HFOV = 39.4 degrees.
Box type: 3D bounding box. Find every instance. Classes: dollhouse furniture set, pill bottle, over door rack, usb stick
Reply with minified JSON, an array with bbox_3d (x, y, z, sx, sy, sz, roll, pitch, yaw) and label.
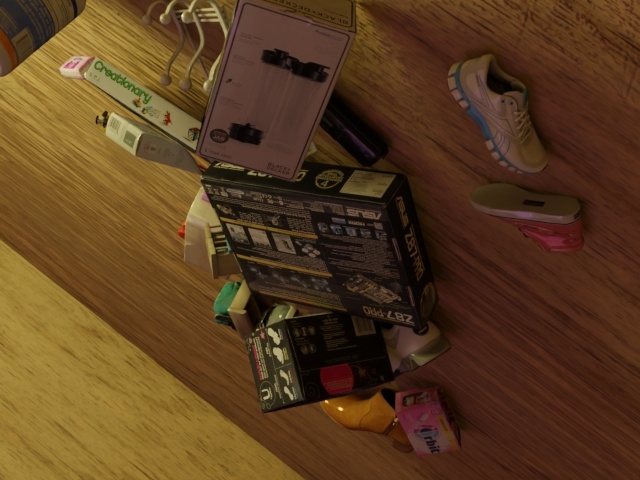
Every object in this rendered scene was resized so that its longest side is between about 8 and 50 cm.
[{"bbox_3d":[-0.176,-0.038,1.865,0.129,0.129,0.184,-113,18,-53],"label":"dollhouse furniture set"},{"bbox_3d":[-0.514,-0.427,1.573,0.152,0.272,0.152,31,153,17],"label":"pill bottle"},{"bbox_3d":[-0.050,0.141,1.922,0.242,0.161,0.212,10,144,22],"label":"dollhouse furniture set"},{"bbox_3d":[-0.171,-0.257,1.519,0.324,0.108,0.239,55,165,-27],"label":"over door rack"},{"bbox_3d":[-0.002,-0.226,1.467,0.278,0.045,0.077,43,163,-5],"label":"usb stick"}]

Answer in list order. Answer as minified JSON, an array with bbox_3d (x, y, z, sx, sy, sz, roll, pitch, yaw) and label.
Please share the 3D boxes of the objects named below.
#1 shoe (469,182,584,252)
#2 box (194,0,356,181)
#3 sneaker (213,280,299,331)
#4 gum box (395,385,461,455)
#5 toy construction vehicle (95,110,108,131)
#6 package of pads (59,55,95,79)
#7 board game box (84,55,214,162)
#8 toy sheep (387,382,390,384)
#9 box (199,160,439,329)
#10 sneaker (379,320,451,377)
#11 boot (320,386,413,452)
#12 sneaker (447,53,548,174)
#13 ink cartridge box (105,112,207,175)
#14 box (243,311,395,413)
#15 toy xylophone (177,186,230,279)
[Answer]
[{"bbox_3d":[0.308,-0.030,1.336,0.178,0.063,0.081,13,138,37],"label":"shoe"},{"bbox_3d":[-0.070,-0.236,1.316,0.169,0.087,0.290,14,134,-10],"label":"box"},{"bbox_3d":[-0.176,0.178,2.272,0.178,0.124,0.295,36,157,-13],"label":"sneaker"},{"bbox_3d":[0.251,0.419,2.082,0.107,0.062,0.188,-14,130,17],"label":"gum box"},{"bbox_3d":[-0.474,-0.264,2.066,0.085,0.035,0.098,28,157,0],"label":"toy construction vehicle"},{"bbox_3d":[-0.521,-0.373,1.927,0.083,0.050,0.032,13,144,43],"label":"package of pads"},{"bbox_3d":[-0.300,-0.238,1.759,0.305,0.053,0.193,33,178,14],"label":"board game box"},{"bbox_3d":[0.120,0.312,2.121,0.091,0.091,0.132,48,140,-16],"label":"toy sheep"},{"bbox_3d":[0.000,0.000,1.646,0.394,0.097,0.318,9,136,31],"label":"box"},{"bbox_3d":[0.162,0.205,1.881,0.146,0.122,0.330,56,156,7],"label":"sneaker"},{"bbox_3d":[0.137,0.420,2.269,0.295,0.104,0.211,27,147,15],"label":"boot"},{"bbox_3d":[0.252,-0.168,1.192,0.191,0.071,0.083,48,148,-15],"label":"sneaker"},{"bbox_3d":[-0.302,-0.187,1.827,0.232,0.066,0.189,11,-168,-35],"label":"ink cartridge box"},{"bbox_3d":[-0.003,0.232,1.756,0.142,0.247,0.163,-28,72,44],"label":"box"},{"bbox_3d":[-0.223,0.010,2.095,0.236,0.081,0.323,28,153,-5],"label":"toy xylophone"}]
